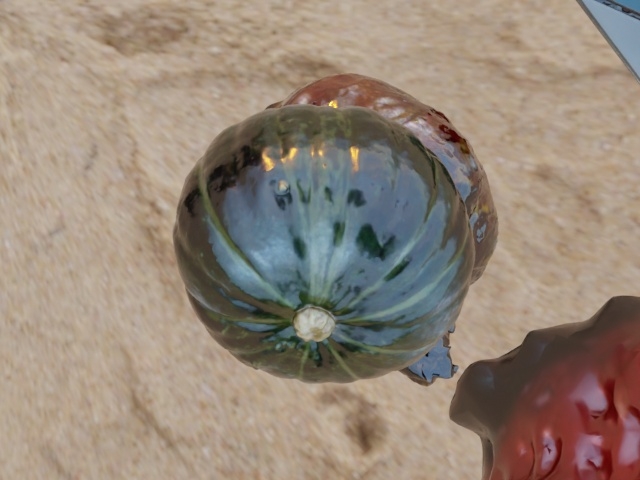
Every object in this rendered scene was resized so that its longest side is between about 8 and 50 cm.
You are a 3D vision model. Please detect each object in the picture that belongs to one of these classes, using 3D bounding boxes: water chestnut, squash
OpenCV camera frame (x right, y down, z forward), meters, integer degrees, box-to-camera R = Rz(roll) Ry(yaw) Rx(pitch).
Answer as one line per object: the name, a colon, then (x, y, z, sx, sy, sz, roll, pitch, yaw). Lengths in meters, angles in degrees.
water chestnut: (0.032, -0.007, 1.587, 0.289, 0.244, 0.289, -3, 126, -5)
squash: (0.001, 0.002, 1.233, 0.218, 0.218, 0.172, 16, 55, -15)

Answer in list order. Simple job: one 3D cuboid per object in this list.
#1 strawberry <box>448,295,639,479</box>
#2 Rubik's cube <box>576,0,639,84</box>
strawberry: (0.222, 0.173, 0.784, 0.292, 0.292, 0.310, -8, 68, -12)
Rubik's cube: (0.441, -0.315, 1.884, 0.246, 0.248, 0.250, 41, 63, -45)
